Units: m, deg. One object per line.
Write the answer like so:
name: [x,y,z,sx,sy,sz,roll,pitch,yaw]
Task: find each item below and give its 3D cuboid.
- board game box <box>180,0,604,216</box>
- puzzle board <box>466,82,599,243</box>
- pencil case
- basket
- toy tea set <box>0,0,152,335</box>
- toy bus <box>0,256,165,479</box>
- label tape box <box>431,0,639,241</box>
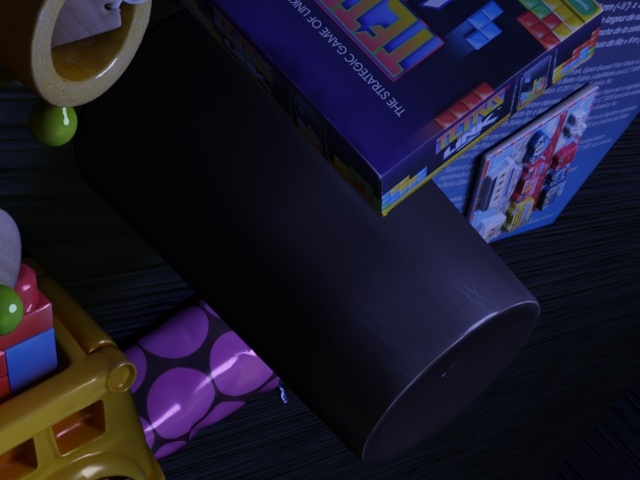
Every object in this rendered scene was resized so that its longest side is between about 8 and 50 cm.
board game box: [0.028,-0.119,0.739,0.141,0.170,0.048,-38,160,-14]
puzzle board: [0.136,-0.041,0.992,0.096,0.011,0.128,-34,156,-21]
pencil case: [-0.126,0.121,1.051,0.209,0.095,0.098,-30,171,-24]
basket: [0.000,0.000,0.841,0.154,0.227,0.204,-45,160,6]
toy tea set: [-0.091,-0.106,0.513,0.200,0.124,0.336,-30,142,-49]
toy bus: [-0.206,0.106,0.824,0.220,0.149,0.211,-29,142,-26]
label tape box: [0.145,-0.147,0.979,0.249,0.115,0.347,-15,144,-49]
